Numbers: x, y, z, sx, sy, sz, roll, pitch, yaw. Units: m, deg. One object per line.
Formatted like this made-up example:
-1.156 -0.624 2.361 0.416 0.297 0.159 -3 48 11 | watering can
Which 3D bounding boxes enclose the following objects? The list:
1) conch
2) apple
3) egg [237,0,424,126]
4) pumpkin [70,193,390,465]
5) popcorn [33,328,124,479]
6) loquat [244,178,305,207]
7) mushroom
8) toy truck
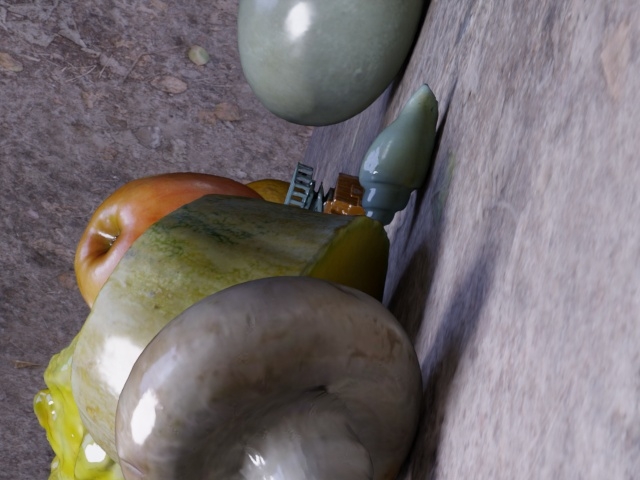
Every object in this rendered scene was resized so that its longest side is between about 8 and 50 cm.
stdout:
0.085 -0.071 1.387 0.065 0.088 0.180 25 92 42 | conch
-0.181 0.026 1.735 0.242 0.241 0.242 -30 53 52 | apple
0.014 -0.327 1.876 0.258 0.258 0.352 -81 8 -60 | egg
-0.089 0.103 1.274 0.332 0.199 0.332 -58 -19 -34 | pumpkin
-0.143 0.196 1.529 0.293 0.292 0.334 -3 -64 -51 | popcorn
-0.083 0.004 2.195 0.208 0.208 0.208 -163 90 -85 | loquat
-0.025 0.156 0.978 0.243 0.243 0.244 -163 90 -85 | mushroom
0.000 0.001 1.716 0.080 0.115 0.178 -81 8 -58 | toy truck
